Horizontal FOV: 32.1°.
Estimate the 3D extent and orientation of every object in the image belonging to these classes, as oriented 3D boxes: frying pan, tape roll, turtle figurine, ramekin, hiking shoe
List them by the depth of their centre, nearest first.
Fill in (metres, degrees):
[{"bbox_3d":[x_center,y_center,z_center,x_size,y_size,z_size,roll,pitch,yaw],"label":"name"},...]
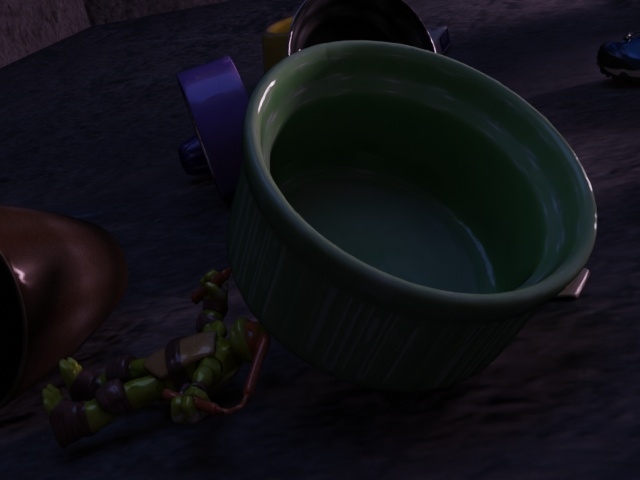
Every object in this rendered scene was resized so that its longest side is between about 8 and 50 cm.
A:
[{"bbox_3d":[0.065,-0.018,0.948,0.303,0.148,0.303,11,45,-12],"label":"ramekin"},{"bbox_3d":[-0.131,0.110,1.012,0.217,0.087,0.269,-19,28,9],"label":"turtle figurine"},{"bbox_3d":[0.063,-0.140,1.287,0.197,0.326,0.053,-14,-2,-26],"label":"frying pan"},{"bbox_3d":[-0.135,-0.159,1.572,0.080,0.189,0.189,-21,21,-5],"label":"tape roll"},{"bbox_3d":[0.541,-0.306,1.584,0.304,0.132,0.113,-5,24,30],"label":"hiking shoe"}]

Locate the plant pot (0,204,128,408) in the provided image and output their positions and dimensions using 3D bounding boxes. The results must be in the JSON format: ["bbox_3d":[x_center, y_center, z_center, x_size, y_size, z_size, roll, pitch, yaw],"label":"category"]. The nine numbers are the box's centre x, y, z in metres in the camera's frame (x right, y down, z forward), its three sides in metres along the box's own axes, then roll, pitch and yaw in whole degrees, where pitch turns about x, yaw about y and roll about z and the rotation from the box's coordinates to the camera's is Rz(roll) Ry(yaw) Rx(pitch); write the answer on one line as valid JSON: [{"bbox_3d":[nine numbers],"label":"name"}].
[{"bbox_3d":[-0.312,0.051,1.163,0.215,0.216,0.230,-3,9,29],"label":"plant pot"}]

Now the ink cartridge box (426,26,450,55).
[{"bbox_3d":[0.118,-0.345,2.107,0.223,0.045,0.223,-7,21,19],"label":"ink cartridge box"}]

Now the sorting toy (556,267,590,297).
[{"bbox_3d":[0.216,0.045,1.054,0.062,0.012,0.083,-2,23,29],"label":"sorting toy"}]

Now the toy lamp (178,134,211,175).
[{"bbox_3d":[-0.087,-0.167,1.729,0.274,0.080,0.080,-23,22,-19],"label":"toy lamp"}]

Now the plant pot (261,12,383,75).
[{"bbox_3d":[0.030,-0.174,1.435,0.253,0.239,0.254,-13,20,5],"label":"plant pot"}]
